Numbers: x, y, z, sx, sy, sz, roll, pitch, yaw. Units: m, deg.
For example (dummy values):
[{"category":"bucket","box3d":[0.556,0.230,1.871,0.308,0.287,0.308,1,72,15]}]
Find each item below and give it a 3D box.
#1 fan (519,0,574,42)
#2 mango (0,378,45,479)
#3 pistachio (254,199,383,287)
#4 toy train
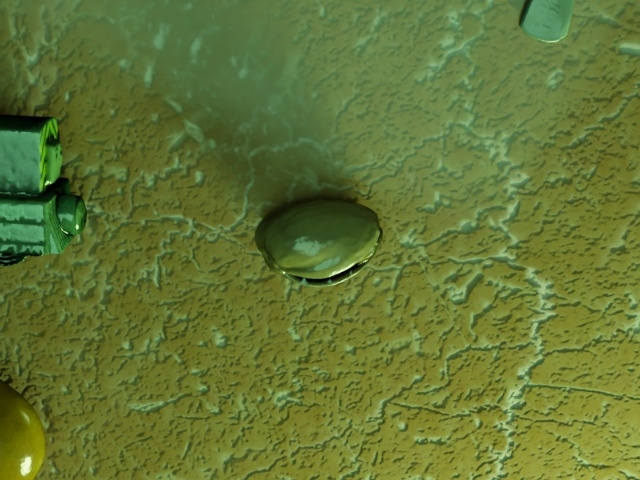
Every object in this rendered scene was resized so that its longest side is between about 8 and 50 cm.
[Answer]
[{"category":"fan","box3d":[0.285,-0.352,1.296,0.057,0.023,0.282,16,112,-2]},{"category":"mango","box3d":[-0.446,0.231,1.495,0.221,0.120,0.151,41,104,-5]},{"category":"pistachio","box3d":[0.000,0.000,1.402,0.149,0.113,0.113,-12,110,-9]},{"category":"toy train","box3d":[-0.436,-0.071,1.374,0.330,0.138,0.178,3,106,1]}]
